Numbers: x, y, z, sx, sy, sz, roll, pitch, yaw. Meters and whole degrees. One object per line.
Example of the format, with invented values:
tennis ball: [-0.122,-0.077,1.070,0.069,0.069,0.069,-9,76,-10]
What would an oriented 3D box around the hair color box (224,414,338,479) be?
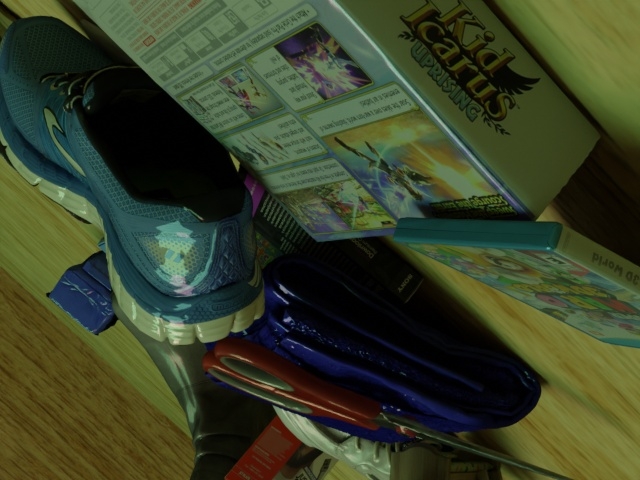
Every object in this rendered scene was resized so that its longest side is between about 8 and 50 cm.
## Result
hair color box: [-0.022,0.232,1.292,0.053,0.167,0.093,28,159,34]

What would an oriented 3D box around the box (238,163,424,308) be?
box: [0.000,0.000,0.903,0.162,0.029,0.116,41,163,2]

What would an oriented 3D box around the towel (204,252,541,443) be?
towel: [0.020,0.112,0.962,0.227,0.076,0.308,28,162,-7]

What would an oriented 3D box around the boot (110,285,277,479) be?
boot: [-0.130,0.198,1.332,0.118,0.223,0.338,-18,138,26]

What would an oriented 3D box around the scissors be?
scissors: [0.049,0.134,0.865,0.297,0.021,0.109,20,158,4]

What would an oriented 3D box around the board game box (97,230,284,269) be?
board game box: [-0.109,0.026,1.105,0.160,0.039,0.211,42,152,-18]

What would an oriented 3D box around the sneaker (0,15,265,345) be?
sneaker: [-0.136,-0.082,0.829,0.330,0.129,0.147,46,141,34]

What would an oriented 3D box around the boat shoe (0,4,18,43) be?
boat shoe: [-0.311,-0.194,1.057,0.152,0.049,0.056,37,163,15]

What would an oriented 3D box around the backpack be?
backpack: [-0.299,0.064,1.604,0.098,0.101,0.120,45,-164,1]

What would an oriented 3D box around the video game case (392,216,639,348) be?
video game case: [0.134,0.026,0.583,0.166,0.015,0.119,25,169,-30]

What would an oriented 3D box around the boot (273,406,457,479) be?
boot: [0.072,0.200,1.171,0.258,0.095,0.123,36,159,-14]

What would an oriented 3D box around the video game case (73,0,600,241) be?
video game case: [-0.018,-0.106,0.617,0.244,0.061,0.269,46,163,-15]

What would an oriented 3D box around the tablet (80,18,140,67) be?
tablet: [-0.155,-0.144,0.919,0.083,0.006,0.054,31,161,31]

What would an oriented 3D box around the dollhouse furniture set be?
dollhouse furniture set: [0.137,0.231,1.000,0.161,0.101,0.182,0,171,34]

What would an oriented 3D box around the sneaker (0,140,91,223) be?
sneaker: [-0.307,-0.091,1.285,0.178,0.072,0.077,55,170,-24]
